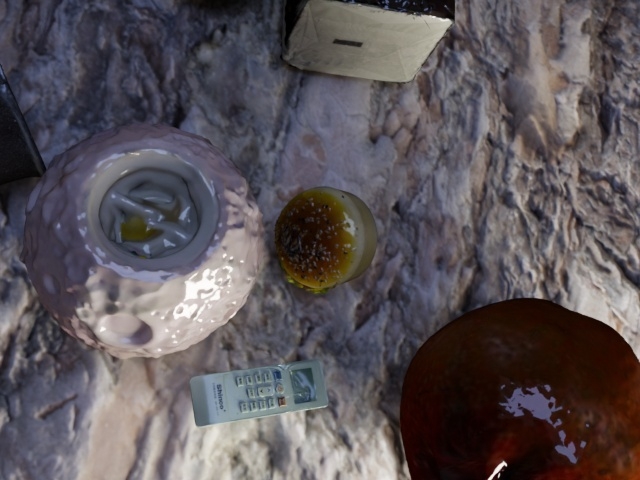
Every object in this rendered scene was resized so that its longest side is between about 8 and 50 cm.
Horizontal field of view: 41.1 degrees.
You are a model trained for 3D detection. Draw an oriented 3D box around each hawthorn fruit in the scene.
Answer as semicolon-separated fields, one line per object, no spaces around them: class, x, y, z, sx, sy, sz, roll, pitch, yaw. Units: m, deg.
hawthorn fruit;0.241;0.208;0.976;0.311;0.295;0.295;-7;73;-42

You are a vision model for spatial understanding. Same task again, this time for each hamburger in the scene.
hamburger;0.000;0.000;1.047;0.081;0.141;0.126;-6;76;-47

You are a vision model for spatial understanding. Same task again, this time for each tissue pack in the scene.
tissue pack;0.053;-0.412;1.151;0.210;0.198;0.370;6;72;-18

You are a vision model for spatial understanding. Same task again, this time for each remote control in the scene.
remote control;-0.073;0.181;1.017;0.162;0.029;0.061;-4;76;-22

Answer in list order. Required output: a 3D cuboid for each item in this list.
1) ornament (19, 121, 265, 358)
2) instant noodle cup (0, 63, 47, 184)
ornament;-0.193;0.004;0.934;0.259;0.225;0.259;4;71;-13
instant noodle cup;-0.435;-0.132;0.928;0.207;0.217;0.217;-23;80;-14
